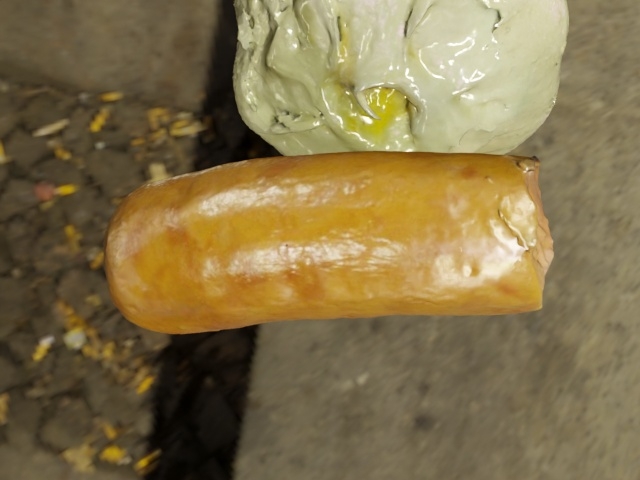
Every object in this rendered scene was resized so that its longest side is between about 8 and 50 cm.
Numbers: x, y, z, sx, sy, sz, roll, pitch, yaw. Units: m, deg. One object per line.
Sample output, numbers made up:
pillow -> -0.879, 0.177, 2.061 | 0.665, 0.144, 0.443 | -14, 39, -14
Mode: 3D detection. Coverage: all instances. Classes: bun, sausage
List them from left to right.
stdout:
sausage -> 0.000, 0.002, 1.084 | 0.271, 0.109, 0.108 | -4, 97, 16
bun -> 0.051, -0.132, 1.271 | 0.239, 0.141, 0.239 | 6, 133, 6
